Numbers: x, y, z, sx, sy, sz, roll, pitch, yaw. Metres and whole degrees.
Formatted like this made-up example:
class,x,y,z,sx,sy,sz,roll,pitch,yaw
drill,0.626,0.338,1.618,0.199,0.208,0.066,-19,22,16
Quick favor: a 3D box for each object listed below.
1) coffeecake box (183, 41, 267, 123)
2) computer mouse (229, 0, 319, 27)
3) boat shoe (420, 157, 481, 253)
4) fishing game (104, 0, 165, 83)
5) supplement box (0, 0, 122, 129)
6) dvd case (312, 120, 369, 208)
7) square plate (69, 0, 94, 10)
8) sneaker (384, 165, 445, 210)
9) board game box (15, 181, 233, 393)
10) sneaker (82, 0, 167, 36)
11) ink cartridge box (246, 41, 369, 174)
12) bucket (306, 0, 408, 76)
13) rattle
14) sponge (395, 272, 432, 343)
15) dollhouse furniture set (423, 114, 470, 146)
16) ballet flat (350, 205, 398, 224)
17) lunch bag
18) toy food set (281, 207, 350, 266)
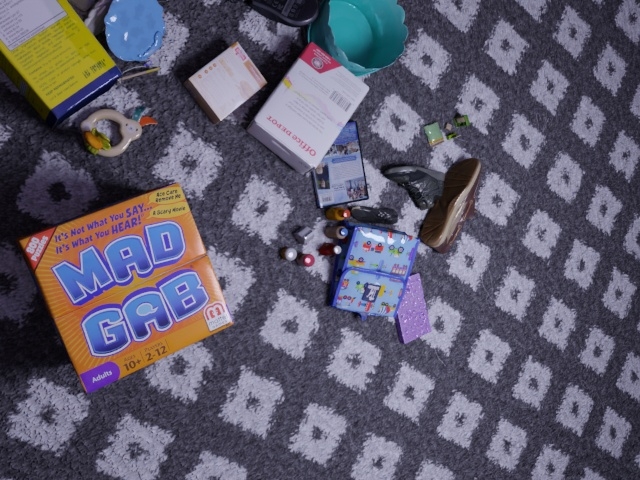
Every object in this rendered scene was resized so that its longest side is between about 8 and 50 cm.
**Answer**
class,x,y,z,sx,sy,sz,roll,pitch,yaw
coffeecake box,-0.267,-0.443,1.800,0.185,0.068,0.142,-44,108,-19
computer mouse,-0.128,-0.706,1.850,0.272,0.072,0.189,29,81,-1
boat shoe,0.460,-0.113,2.151,0.123,0.123,0.342,35,75,-37
fishing game,-0.480,-0.554,1.644,0.189,0.041,0.264,-36,140,-37
supplement box,-0.677,-0.476,1.525,0.194,0.195,0.357,-42,109,-20
dvd case,0.053,-0.237,1.990,0.180,0.022,0.253,-12,96,-26
square plate,-0.653,-0.826,1.613,0.344,0.049,0.347,34,76,-24
sneaker,0.310,-0.172,2.082,0.227,0.087,0.131,9,81,-32
board game box,-0.481,0.095,1.541,0.356,0.356,0.357,-24,101,-25
sneaker,-0.505,-0.600,1.660,0.281,0.105,0.115,-45,116,-15
ink cartridge box,-0.038,-0.383,1.866,0.226,0.131,0.306,37,77,-12
bucket,0.101,-0.629,1.918,0.281,0.183,0.282,0,90,-26
rattle,-0.513,-0.298,1.645,0.199,0.143,0.130,-18,80,-19
sponge,0.295,0.224,2.112,0.117,0.031,0.210,-17,98,-25
dollhouse furniture set,0.429,-0.375,2.154,0.151,0.058,0.076,-26,102,-24
ballet flat,0.170,-0.085,2.045,0.173,0.057,0.049,9,46,-27
lunch bag,0.155,0.104,1.997,0.220,0.138,0.294,10,98,-18
toy food set,0.000,0.000,1.920,0.232,0.104,0.111,-38,107,-21
